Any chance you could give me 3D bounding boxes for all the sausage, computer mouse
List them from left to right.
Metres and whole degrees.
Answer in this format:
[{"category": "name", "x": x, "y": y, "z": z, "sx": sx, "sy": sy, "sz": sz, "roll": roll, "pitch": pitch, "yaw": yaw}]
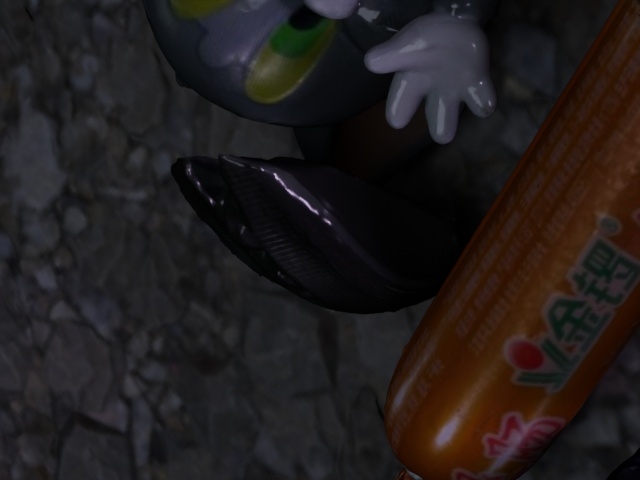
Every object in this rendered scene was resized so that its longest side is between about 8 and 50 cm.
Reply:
[{"category": "computer mouse", "x": 0.000, "y": 0.000, "z": 0.722, "sx": 0.079, "sy": 0.135, "sz": 0.047, "roll": 2, "pitch": 72, "yaw": 47}, {"category": "sausage", "x": 0.087, "y": 0.016, "z": 0.703, "sx": 0.071, "sy": 0.071, "sz": 0.234, "roll": 41, "pitch": 123, "yaw": 19}]

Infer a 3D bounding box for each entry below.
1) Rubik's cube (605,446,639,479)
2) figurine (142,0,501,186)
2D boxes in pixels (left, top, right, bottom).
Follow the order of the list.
[{"category": "Rubik's cube", "x": 0.144, "y": 0.269, "z": 0.608, "sx": 0.293, "sy": 0.283, "sz": 0.288, "roll": 27, "pitch": 116, "yaw": 27}, {"category": "figurine", "x": 0.016, "y": -0.145, "z": 0.668, "sx": 0.193, "sy": 0.140, "sz": 0.265, "roll": 37, "pitch": 111, "yaw": -6}]
